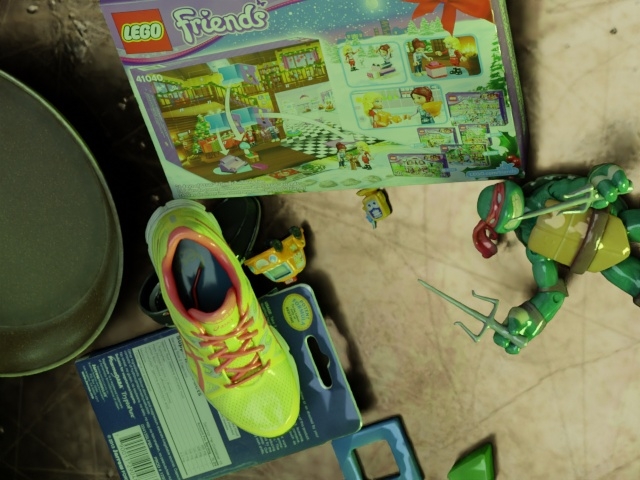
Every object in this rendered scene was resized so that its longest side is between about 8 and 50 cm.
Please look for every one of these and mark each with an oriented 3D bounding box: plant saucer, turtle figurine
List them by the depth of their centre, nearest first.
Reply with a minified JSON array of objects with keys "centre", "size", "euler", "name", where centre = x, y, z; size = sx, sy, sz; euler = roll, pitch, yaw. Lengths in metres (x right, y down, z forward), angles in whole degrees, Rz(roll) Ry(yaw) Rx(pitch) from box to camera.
[{"centre":[0.202,0.001,1.179],"size":[0.234,0.118,0.175],"euler":[14,130,-3],"name":"turtle figurine"},{"centre":[-0.300,-0.028,1.311],"size":[0.311,0.050,0.310],"euler":[9,122,14],"name":"plant saucer"}]

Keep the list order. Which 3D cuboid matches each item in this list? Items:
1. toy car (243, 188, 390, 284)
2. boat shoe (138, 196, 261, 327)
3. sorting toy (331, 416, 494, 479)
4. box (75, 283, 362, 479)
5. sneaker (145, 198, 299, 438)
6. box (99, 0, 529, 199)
[{"centre":[0.000,0.000,1.266],"size":[0.122,0.060,0.040],"euler":[-26,95,18],"name":"toy car"},{"centre":[-0.099,0.014,1.292],"size":[0.049,0.042,0.133],"euler":[40,91,27],"name":"boat shoe"},{"centre":[0.091,0.321,1.305],"size":[0.196,0.047,0.347],"euler":[-5,99,16],"name":"sorting toy"},{"centre":[-0.083,0.128,1.323],"size":[0.225,0.036,0.136],"euler":[-19,94,18],"name":"box"},{"centre":[-0.079,0.069,1.231],"size":[0.081,0.094,0.208],"euler":[-30,99,-4],"name":"sneaker"},{"centre":[0.001,-0.129,1.193],"size":[0.293,0.057,0.201],"euler":[-3,134,15],"name":"box"}]
